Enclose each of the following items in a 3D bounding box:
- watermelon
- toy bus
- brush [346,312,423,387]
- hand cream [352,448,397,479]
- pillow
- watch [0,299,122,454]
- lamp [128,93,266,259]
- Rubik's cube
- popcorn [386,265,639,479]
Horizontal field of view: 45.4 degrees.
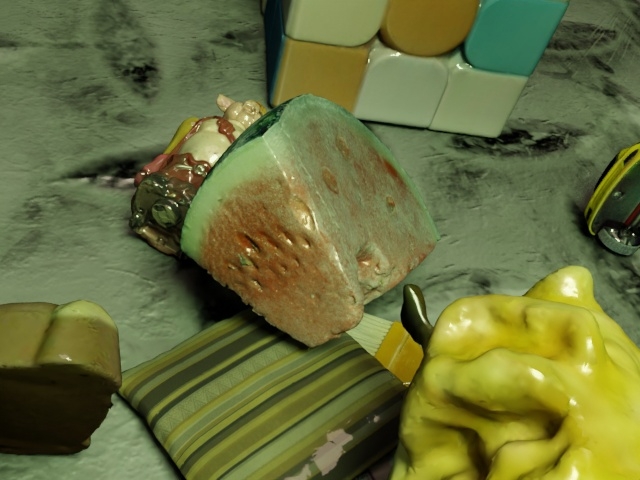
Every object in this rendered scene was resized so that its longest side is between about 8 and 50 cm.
[{"bbox_3d":[0.000,0.000,0.737,0.318,0.148,0.226,24,44,-51],"label":"watermelon"},{"bbox_3d":[0.502,-0.055,0.980,0.331,0.145,0.151,12,45,-10],"label":"toy bus"},{"bbox_3d":[0.129,0.130,0.715,0.272,0.013,0.103,13,42,23],"label":"brush"},{"bbox_3d":[0.112,0.200,0.682,0.331,0.058,0.085,-20,71,-25],"label":"hand cream"},{"bbox_3d":[-0.042,0.140,0.670,0.208,0.052,0.212,-28,52,-29],"label":"pillow"},{"bbox_3d":[-0.307,0.182,0.435,0.335,0.314,0.327,14,57,-20],"label":"watch"},{"bbox_3d":[-0.108,-0.088,0.836,0.118,0.118,0.253,28,47,9],"label":"lamp"},{"bbox_3d":[0.115,-0.387,1.023,0.344,0.347,0.347,6,46,-13],"label":"Rubik's cube"},{"bbox_3d":[0.141,0.179,0.513,0.280,0.316,0.297,12,20,23],"label":"popcorn"}]
